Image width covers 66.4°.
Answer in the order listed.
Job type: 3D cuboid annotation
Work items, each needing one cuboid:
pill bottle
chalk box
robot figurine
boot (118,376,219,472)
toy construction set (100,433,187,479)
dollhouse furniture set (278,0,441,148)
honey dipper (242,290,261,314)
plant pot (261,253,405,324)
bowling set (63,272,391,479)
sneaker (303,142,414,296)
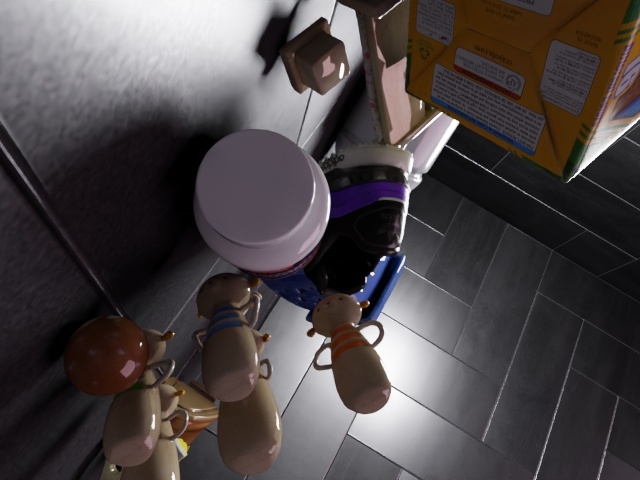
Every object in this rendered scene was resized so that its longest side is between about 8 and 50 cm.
[{"bbox_3d":[-0.047,-0.024,0.418,0.108,0.108,0.193,-58,178,-8],"label":"pill bottle"},{"bbox_3d":[0.235,-0.222,0.406,0.289,0.180,0.179,-35,147,-20],"label":"chalk box"},{"bbox_3d":[0.161,-0.237,0.988,0.353,0.200,0.300,-59,180,21],"label":"robot figurine"},{"bbox_3d":[-0.275,0.346,0.822,0.220,0.109,0.283,-54,-176,-16],"label":"boot"},{"bbox_3d":[-0.266,0.419,0.639,0.327,0.215,0.151,-54,166,14],"label":"toy construction set"},{"bbox_3d":[0.094,-0.220,0.574,0.355,0.174,0.303,-41,148,-12],"label":"dollhouse furniture set"},{"bbox_3d":[-0.194,0.187,1.162,0.160,0.031,0.030,-55,176,-37],"label":"honey dipper"},{"bbox_3d":[0.041,0.060,1.111,0.236,0.212,0.236,-9,-143,45],"label":"plant pot"},{"bbox_3d":[-0.102,0.092,0.412,0.287,0.199,0.154,-30,-147,4],"label":"bowling set"},{"bbox_3d":[-0.001,0.000,0.594,0.293,0.102,0.146,-26,-119,59],"label":"sneaker"}]
